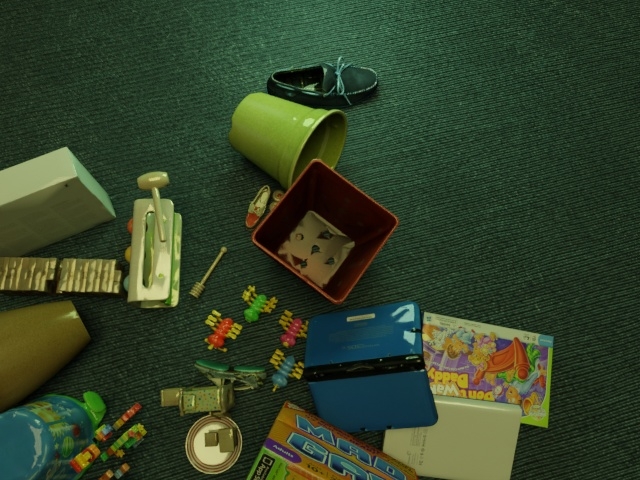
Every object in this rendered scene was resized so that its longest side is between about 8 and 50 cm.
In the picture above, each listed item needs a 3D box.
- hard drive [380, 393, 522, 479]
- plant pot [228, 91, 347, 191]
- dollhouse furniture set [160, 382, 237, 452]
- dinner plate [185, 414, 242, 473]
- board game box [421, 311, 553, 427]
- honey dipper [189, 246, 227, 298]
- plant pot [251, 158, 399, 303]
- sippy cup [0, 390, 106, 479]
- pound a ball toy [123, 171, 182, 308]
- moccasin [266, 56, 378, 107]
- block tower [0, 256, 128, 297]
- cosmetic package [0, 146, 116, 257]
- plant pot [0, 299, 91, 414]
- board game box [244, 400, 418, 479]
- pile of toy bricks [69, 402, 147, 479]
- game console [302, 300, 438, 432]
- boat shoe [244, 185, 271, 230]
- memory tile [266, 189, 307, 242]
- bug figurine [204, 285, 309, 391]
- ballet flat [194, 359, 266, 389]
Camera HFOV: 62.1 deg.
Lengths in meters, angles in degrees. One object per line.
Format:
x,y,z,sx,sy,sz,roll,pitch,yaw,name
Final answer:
0.318,0.490,1.320,0.319,0.040,0.210,7,100,1,hard drive
-0.104,-0.280,1.475,0.254,0.276,0.276,29,74,18,plant pot
-0.307,0.441,1.295,0.182,0.101,0.160,-7,82,6,dollhouse furniture set
-0.268,0.513,1.343,0.141,0.017,0.141,1,73,-3,dinner plate
0.419,0.338,1.398,0.347,0.078,0.233,11,74,0,board game box
-0.305,0.084,1.460,0.030,0.030,0.160,28,73,5,honey dipper
0.000,0.000,1.386,0.267,0.236,0.267,37,74,2,plant pot
-0.665,0.475,1.226,0.240,0.224,0.305,18,73,2,sippy cup
-0.449,0.003,1.383,0.136,0.208,0.319,-2,75,-4,pound a ball toy
0.011,-0.465,1.590,0.342,0.117,0.137,-12,75,-6,moccasin
-0.686,0.099,1.404,0.336,0.097,0.090,2,74,-4,block tower
-0.756,-0.071,1.349,0.377,0.284,0.097,-23,76,-10,cosmetic package
-0.712,0.255,1.303,0.254,0.237,0.237,-28,77,-24,plant pot
-0.017,0.615,1.112,0.356,0.356,0.356,27,88,5,board game box
-0.464,0.469,1.244,0.118,0.212,0.105,47,111,2,pile of toy bricks
0.122,0.312,1.304,0.293,0.173,0.250,-11,46,18,game console
-0.178,-0.093,1.511,0.049,0.043,0.137,26,75,3,boat shoe
-0.097,-0.070,1.524,0.113,0.012,0.148,13,74,1,memory tile
-0.149,0.250,1.381,0.279,0.072,0.216,31,55,8,bug figurine
-0.235,0.352,1.371,0.188,0.070,0.070,7,74,3,ballet flat
